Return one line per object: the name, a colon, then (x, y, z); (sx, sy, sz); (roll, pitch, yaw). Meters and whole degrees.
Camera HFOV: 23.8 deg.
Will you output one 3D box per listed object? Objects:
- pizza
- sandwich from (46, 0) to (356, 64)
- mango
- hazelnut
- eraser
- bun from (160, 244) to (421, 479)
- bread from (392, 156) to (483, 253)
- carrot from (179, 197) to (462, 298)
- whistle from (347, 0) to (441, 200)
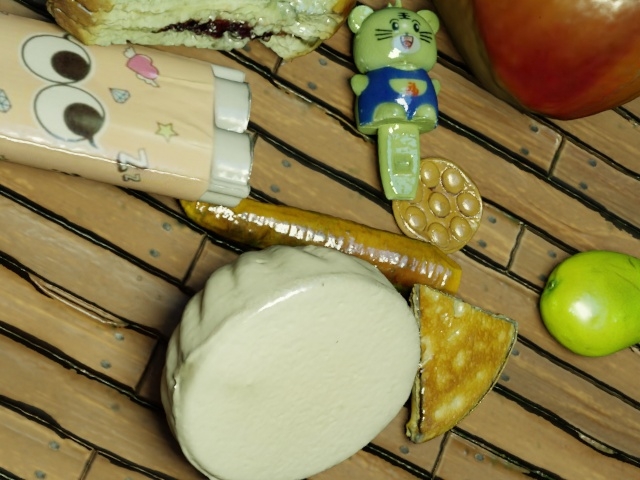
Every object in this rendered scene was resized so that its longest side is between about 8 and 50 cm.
pizza: (0.124, 0.118, 1.598); (0.176, 0.036, 0.184); (48, 66, -33)
sandwich: (-0.105, -0.260, 1.540); (0.254, 0.100, 0.288); (41, 52, -9)
mango: (0.316, 0.067, 1.692); (0.163, 0.089, 0.117); (-14, 78, -36)
hazelnut: (0.271, -0.314, 1.606); (0.366, 0.366, 0.365); (4, 78, -21)
eraser: (-0.215, -0.126, 1.496); (0.291, 0.087, 0.171); (12, 50, -20)
bun: (-0.049, 0.097, 1.489); (0.263, 0.263, 0.175); (-10, 40, -23)
bread: (0.129, -0.038, 1.665); (0.110, 0.024, 0.110); (4, 79, -20)
carrot: (0.000, 0.000, 1.590); (0.314, 0.066, 0.066); (17, 74, -15)
whistle: (0.082, -0.156, 1.636); (0.105, 0.085, 0.227); (2, 79, -17)
